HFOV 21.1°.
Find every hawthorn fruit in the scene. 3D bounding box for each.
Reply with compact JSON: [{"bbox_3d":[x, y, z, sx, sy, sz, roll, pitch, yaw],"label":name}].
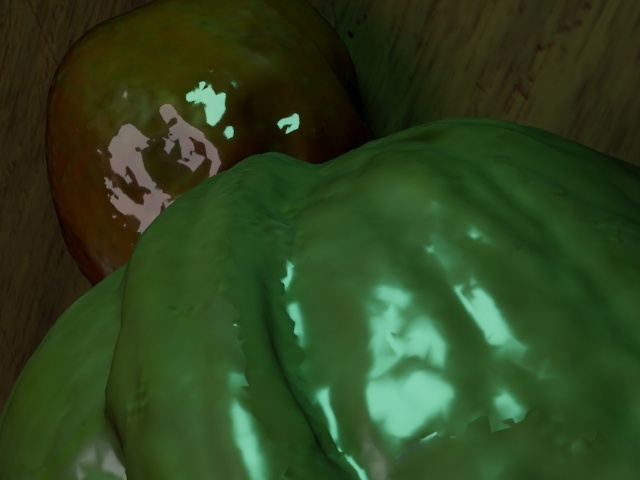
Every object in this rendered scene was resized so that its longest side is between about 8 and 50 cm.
[{"bbox_3d":[0.000,0.000,0.744,0.285,0.165,0.165,38,125,28],"label":"hawthorn fruit"}]

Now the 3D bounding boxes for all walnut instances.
[{"bbox_3d":[0.036,0.119,0.555,0.333,0.332,0.333,9,101,55],"label":"walnut"}]
